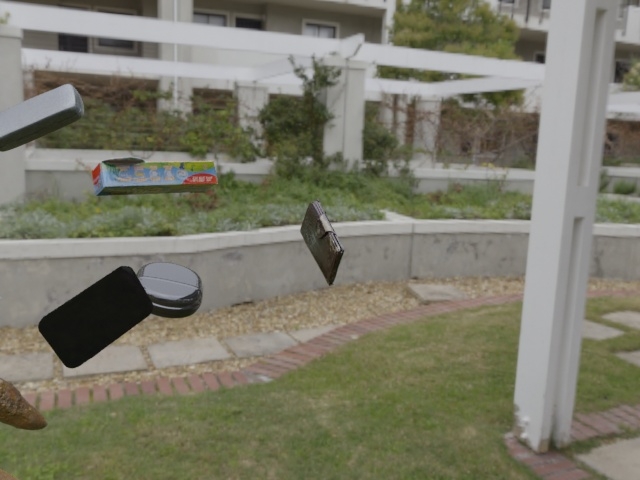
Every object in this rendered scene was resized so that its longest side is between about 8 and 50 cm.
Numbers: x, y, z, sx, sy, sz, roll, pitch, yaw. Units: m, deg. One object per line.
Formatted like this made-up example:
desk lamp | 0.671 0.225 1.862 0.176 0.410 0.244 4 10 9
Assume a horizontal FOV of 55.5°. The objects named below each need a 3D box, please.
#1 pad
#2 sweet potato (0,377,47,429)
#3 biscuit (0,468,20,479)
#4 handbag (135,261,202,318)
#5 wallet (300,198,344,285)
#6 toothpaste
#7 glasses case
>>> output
pad | -0.526 0.237 1.520 0.250 0.323 0.055 -37 56 -25
sweet potato | -0.784 0.356 1.413 0.341 0.114 0.092 31 39 -25
biscuit | -0.460 0.399 0.908 0.202 0.044 0.289 45 -24 -23
handbag | -0.541 0.168 2.147 0.254 0.093 0.308 13 18 -15
wallet | 0.000 0.000 1.577 0.031 0.121 0.232 1 36 -23
toothpaste | -0.263 -0.105 0.992 0.193 0.044 0.070 -6 -8 -36
glasses case | -0.957 -0.411 2.039 0.323 0.131 0.074 -24 -28 -1
